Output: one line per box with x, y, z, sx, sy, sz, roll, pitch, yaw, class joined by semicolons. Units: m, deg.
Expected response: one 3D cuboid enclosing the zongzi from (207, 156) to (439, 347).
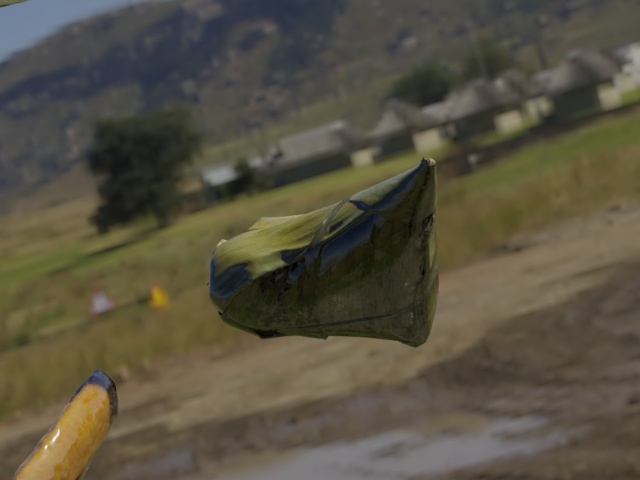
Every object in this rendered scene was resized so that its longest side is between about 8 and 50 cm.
0.000;0.000;1.998;0.251;0.125;0.274;-1;-34;2;zongzi

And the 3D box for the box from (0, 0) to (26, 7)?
-0.310;-0.366;1.511;0.095;0.210;0.330;-9;-37;12;box

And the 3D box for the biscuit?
-0.190;0.184;1.083;0.262;0.037;0.262;-53;3;4;biscuit
